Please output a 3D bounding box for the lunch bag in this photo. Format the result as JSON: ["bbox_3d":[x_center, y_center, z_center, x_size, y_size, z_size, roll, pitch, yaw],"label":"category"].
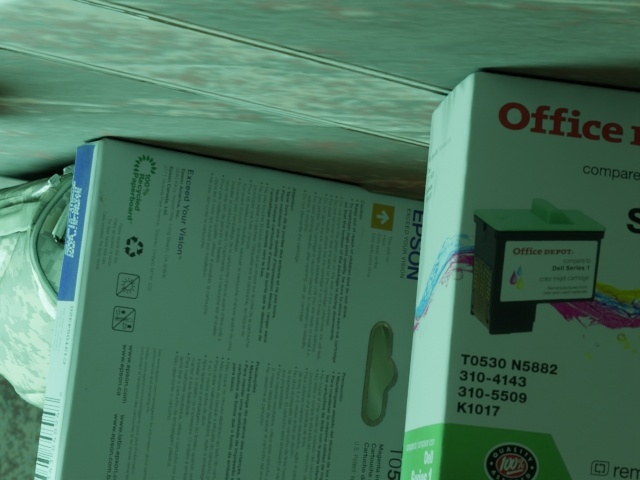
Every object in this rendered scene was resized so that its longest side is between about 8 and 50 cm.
[{"bbox_3d":[-0.216,0.042,1.634,0.256,0.213,0.305,31,159,-29],"label":"lunch bag"}]

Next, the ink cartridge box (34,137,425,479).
[{"bbox_3d":[-0.069,0.100,1.493,0.330,0.324,0.071,10,173,-29],"label":"ink cartridge box"}]

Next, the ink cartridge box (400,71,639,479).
[{"bbox_3d":[0.165,0.049,1.070,0.201,0.278,0.117,7,170,-6],"label":"ink cartridge box"}]

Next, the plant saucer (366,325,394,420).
[{"bbox_3d":[0.073,0.189,2.062,0.100,0.401,0.400,-19,171,3],"label":"plant saucer"}]
